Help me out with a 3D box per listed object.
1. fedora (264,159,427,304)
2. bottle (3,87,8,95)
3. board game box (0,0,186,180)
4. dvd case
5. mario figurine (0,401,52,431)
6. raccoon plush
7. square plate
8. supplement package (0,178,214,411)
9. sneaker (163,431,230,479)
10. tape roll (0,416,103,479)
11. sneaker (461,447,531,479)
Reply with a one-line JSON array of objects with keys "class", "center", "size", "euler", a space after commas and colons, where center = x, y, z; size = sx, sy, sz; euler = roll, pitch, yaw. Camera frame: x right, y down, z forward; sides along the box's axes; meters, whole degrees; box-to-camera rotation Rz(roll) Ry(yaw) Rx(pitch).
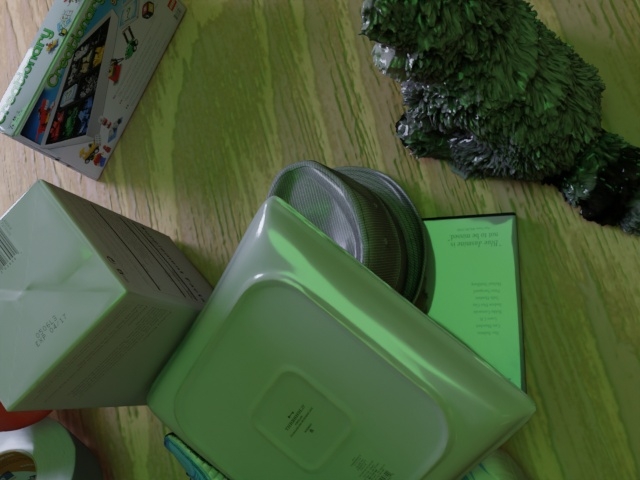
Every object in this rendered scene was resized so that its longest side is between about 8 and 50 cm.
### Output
[{"class": "fedora", "center": [0.000, 0.000, 0.842], "size": [0.244, 0.124, 0.275], "euler": [-13, 62, 12]}, {"class": "bottle", "center": [-0.368, -0.298, 1.051], "size": [0.092, 0.118, 0.282], "euler": [31, 88, -14]}, {"class": "board game box", "center": [-0.317, -0.254, 0.986], "size": [0.053, 0.193, 0.305], "euler": [25, 85, 19]}, {"class": "dvd case", "center": [0.156, 0.094, 0.859], "size": [0.180, 0.022, 0.253], "euler": [-3, 77, 15]}, {"class": "mario figurine", "center": [-0.441, 0.128, 0.936], "size": [0.321, 0.198, 0.170], "euler": [25, 107, 34]}, {"class": "raccoon plush", "center": [0.244, -0.184, 0.750], "size": [0.446, 0.299, 0.216], "euler": [22, 84, 19]}, {"class": "square plate", "center": [-0.011, 0.185, 0.761], "size": [0.344, 0.049, 0.347], "euler": [39, 118, 8]}, {"class": "supplement package", "center": [-0.262, 0.080, 0.840], "size": [0.177, 0.293, 0.175], "euler": [-45, 70, 3]}, {"class": "sneaker", "center": [-0.149, 0.308, 0.879], "size": [0.162, 0.063, 0.073], "euler": [42, 96, 21]}, {"class": "tape roll", "center": [-0.392, 0.334, 0.882], "size": [0.219, 0.072, 0.219], "euler": [-13, 42, 12]}, {"class": "sneaker", "center": [0.244, 0.331, 0.756], "size": [0.237, 0.085, 0.086], "euler": [44, 118, 17]}]
